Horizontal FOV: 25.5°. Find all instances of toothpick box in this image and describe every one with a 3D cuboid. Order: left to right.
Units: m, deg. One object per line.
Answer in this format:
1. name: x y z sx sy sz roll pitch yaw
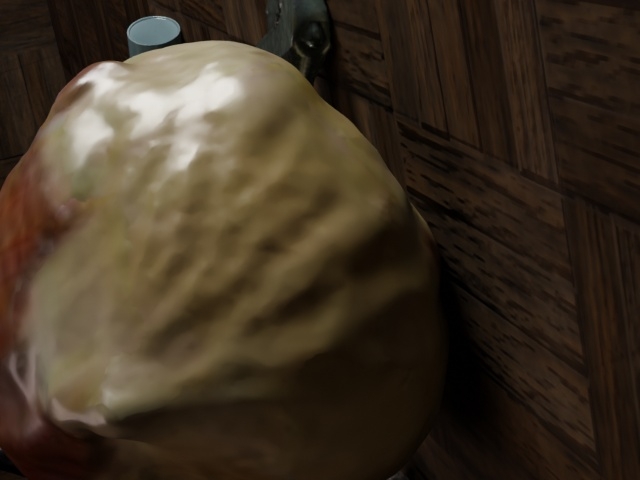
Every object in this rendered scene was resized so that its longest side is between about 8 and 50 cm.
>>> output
1. toothpick box: -0.153 -0.163 1.333 0.052 0.052 0.083 -117 19 -45

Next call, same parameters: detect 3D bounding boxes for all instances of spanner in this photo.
1. spanner: -0.021 -0.011 0.859 0.093 0.026 0.325 -146 55 -66

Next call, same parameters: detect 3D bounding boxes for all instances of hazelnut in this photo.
1. hazelnut: -0.059 0.038 0.716 0.241 0.261 0.261 -20 -84 -71

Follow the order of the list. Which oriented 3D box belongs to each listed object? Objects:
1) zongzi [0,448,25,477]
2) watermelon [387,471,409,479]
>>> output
1. zongzi: -0.169 0.172 1.562 0.383 0.362 0.319 -24 77 39
2. watermelon: 0.045 0.203 0.869 0.187 0.071 0.139 -112 18 -64
